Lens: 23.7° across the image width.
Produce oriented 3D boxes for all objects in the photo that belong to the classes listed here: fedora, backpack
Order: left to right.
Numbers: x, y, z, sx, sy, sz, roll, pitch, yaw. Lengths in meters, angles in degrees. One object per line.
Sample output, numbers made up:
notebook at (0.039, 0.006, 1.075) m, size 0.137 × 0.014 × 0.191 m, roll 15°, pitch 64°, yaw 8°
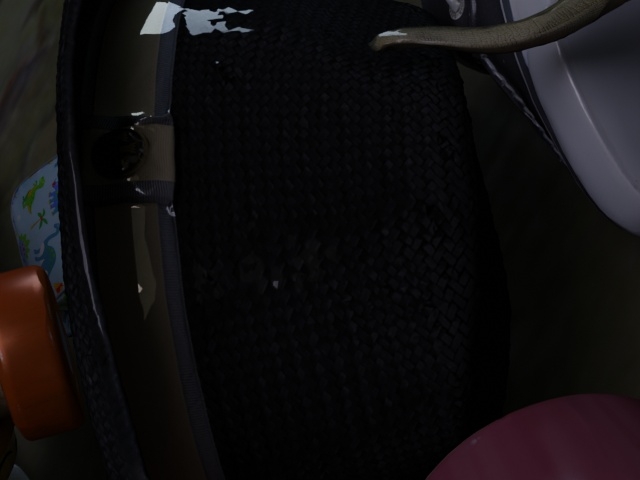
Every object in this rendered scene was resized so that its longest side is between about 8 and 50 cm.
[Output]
backpack at (-0.112, -0.007, 0.856) m, size 0.114 × 0.084 × 0.105 m, roll -35°, pitch 59°, yaw 24°
fedora at (0.000, 0.000, 0.669) m, size 0.152 × 0.334 × 0.334 m, roll -9°, pitch 68°, yaw 9°

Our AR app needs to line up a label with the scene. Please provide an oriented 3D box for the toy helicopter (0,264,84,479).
toy helicopter at (-0.208, 0.074, 0.869) m, size 0.140 × 0.235 × 0.355 m, roll -16°, pitch 33°, yaw -8°

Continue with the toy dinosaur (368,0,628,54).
toy dinosaur at (0.157, -0.127, 0.591) m, size 0.064 × 0.268 × 0.118 m, roll 65°, pitch 162°, yaw -8°

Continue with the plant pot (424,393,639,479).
plant pot at (0.115, 0.161, 0.553) m, size 0.201 × 0.201 × 0.180 m, roll -48°, pitch 37°, yaw 18°

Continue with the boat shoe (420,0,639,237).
boat shoe at (0.095, -0.123, 0.711) m, size 0.102 × 0.108 × 0.301 m, roll -45°, pitch 59°, yaw 47°
